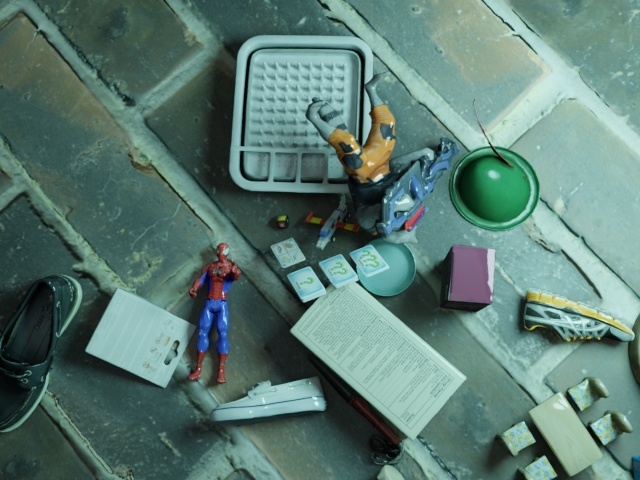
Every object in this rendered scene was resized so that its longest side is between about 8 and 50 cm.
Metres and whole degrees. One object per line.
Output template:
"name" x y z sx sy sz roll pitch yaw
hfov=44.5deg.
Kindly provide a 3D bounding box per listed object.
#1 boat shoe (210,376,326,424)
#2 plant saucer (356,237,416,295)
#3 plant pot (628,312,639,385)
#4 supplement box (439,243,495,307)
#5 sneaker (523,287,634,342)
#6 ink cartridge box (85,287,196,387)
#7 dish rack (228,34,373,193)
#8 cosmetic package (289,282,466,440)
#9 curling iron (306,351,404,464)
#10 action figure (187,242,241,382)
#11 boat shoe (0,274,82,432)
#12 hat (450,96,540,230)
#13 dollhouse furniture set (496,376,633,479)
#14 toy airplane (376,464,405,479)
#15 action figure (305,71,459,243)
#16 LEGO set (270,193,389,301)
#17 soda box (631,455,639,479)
"boat shoe" -0.104 0.313 1.537 0.226 0.083 0.075 -5 69 -8
"plant saucer" 0.133 0.054 1.580 0.119 0.021 0.119 -1 80 4
"plant pot" 0.720 0.198 1.409 0.263 0.229 0.262 -1 81 5
"supplement box" 0.276 0.075 1.481 0.081 0.188 0.104 5 81 5
"sneaker" 0.495 0.159 1.513 0.215 0.084 0.083 18 96 10
"ink cartridge box" -0.365 0.197 1.597 0.179 0.045 0.145 27 83 -10
"dish rack" -0.035 -0.255 1.618 0.286 0.072 0.332 2 81 5
"cosmetic package" 0.109 0.220 1.510 0.309 0.113 0.160 42 86 9
"curling iron" 0.064 0.328 1.535 0.068 0.035 0.274 -39 80 -3
"action figure" -0.212 0.135 1.540 0.092 0.139 0.280 5 79 4
"boat shoe" -0.592 0.223 1.562 0.127 0.113 0.340 29 84 8
"hat" 0.338 -0.127 1.511 0.209 0.183 0.173 31 85 8
"dollhouse furniture set" 0.481 0.400 1.427 0.212 0.161 0.242 -32 80 -1
"toy airplane" 0.229 0.571 1.314 0.385 0.386 0.272 28 110 8
"action figure" 0.123 -0.149 1.514 0.179 0.341 0.330 -9 108 39
"LEGO set" 0.000 0.000 1.529 0.183 0.060 0.244 -21 41 -12
"soda box" 0.634 0.507 1.446 0.071 0.067 0.210 -5 81 4
